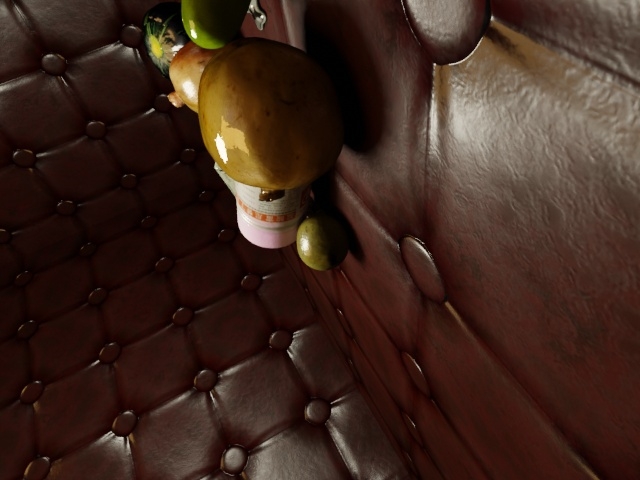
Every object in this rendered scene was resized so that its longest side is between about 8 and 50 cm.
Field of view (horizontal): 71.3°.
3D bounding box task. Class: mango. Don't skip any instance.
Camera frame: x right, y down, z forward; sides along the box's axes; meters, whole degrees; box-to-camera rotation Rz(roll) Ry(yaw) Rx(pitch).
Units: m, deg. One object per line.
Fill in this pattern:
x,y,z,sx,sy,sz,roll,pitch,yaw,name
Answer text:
-0.179,-0.484,0.778,0.175,0.142,0.294,-24,-59,-79,mango

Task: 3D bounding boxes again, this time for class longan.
0.000,0.000,1.214,0.176,0.145,0.155,50,135,40,longan

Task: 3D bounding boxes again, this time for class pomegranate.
-0.095,-0.233,0.833,0.307,0.307,0.307,59,168,21,pomegranate
-0.348,-0.494,1.370,0.229,0.270,0.252,61,179,-31,pomegranate

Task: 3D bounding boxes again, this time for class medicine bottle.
-0.123,-0.143,1.178,0.202,0.202,0.316,58,156,28,medicine bottle

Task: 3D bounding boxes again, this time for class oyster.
-0.022,-0.082,1.365,0.105,0.056,0.177,59,171,-13,oyster

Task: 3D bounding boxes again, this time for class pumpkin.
-0.516,-0.758,1.717,0.296,0.295,0.296,59,168,21,pumpkin

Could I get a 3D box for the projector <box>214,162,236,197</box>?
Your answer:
-0.212,-0.269,1.371,0.177,0.163,0.243,65,-157,-61,projector

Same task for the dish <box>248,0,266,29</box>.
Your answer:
-0.211,-0.597,1.010,0.246,0.078,0.224,65,167,-10,dish
